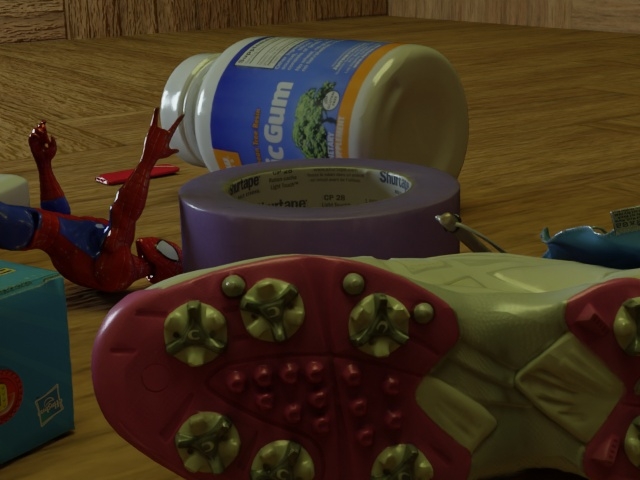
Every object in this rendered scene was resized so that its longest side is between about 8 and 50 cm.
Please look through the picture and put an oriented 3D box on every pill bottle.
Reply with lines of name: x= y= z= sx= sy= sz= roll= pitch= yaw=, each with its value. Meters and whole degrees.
pill bottle: x=-0.016 y=-0.106 z=1.017 sx=0.272 sy=0.152 sz=0.152 roll=11 pitch=20 yaw=41

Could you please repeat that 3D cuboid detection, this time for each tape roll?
tape roll: x=0.000 y=0.000 z=0.762 sx=0.189 sy=0.080 sz=0.189 roll=-2 pitch=15 yaw=1

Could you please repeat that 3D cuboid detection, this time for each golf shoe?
golf shoe: x=0.048 y=0.058 z=0.523 sx=0.306 sy=0.115 sz=0.140 roll=3 pitch=6 yaw=-13

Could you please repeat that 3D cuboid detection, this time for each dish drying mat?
dish drying mat: x=-0.190 y=-0.069 z=1.170 sx=0.083 sy=0.008 sz=0.032 roll=-13 pitch=20 yaw=-36

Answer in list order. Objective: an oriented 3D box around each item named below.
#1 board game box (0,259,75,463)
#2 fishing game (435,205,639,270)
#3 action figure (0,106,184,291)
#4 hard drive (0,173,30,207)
board game box: x=-0.332 y=0.071 z=0.522 sx=0.308 sy=0.086 sz=0.302 roll=9 pitch=18 yaw=34
fishing game: x=0.202 y=0.017 z=0.594 sx=0.264 sy=0.041 sz=0.189 roll=9 pitch=-13 yaw=34
action figure: x=-0.204 y=-0.047 z=0.740 sx=0.280 sy=0.139 sz=0.091 roll=20 pitch=-8 yaw=-32
hard drive: x=-0.390 y=-0.003 z=0.885 sx=0.203 sy=0.040 sz=0.307 roll=2 pitch=15 yaw=11
